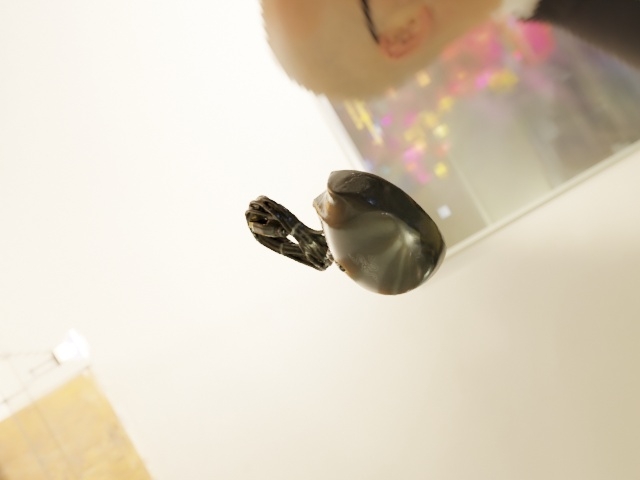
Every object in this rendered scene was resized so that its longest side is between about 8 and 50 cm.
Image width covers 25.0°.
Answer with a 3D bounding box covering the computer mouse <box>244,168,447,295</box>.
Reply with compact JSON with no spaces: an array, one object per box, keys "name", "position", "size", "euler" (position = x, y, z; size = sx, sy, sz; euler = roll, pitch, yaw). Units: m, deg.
[{"name":"computer mouse","position":[0.000,0.000,0.833],"size":[0.071,0.041,0.242],"euler":[50,164,-14]}]
